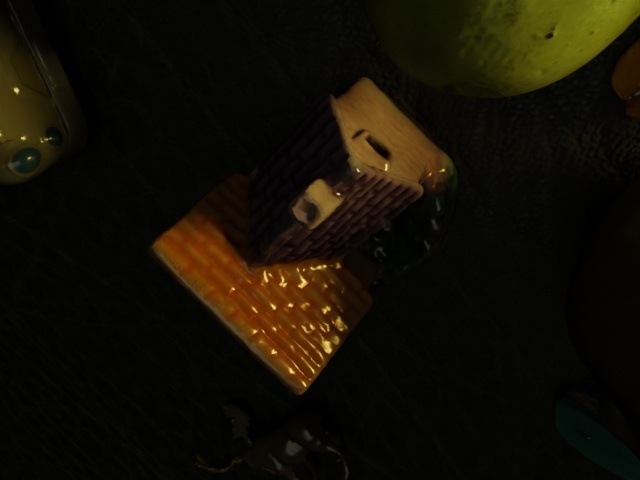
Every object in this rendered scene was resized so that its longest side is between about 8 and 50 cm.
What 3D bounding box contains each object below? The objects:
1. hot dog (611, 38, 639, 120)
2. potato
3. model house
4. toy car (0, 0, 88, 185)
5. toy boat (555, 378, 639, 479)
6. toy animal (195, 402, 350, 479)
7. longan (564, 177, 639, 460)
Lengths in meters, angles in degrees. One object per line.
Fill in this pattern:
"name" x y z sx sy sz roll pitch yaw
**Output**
"hot dog" 0.344 -0.171 0.389 0.249 0.076 0.102 -33 98 33
"potato" 0.152 -0.242 0.354 0.216 0.216 0.304 27 113 6
"model house" 0.000 0.000 0.520 0.237 0.237 0.202 -35 98 32
"toy car" -0.482 -0.152 0.637 0.336 0.226 0.242 -8 113 24
"toy boat" 0.357 0.208 0.579 0.175 0.110 0.091 29 136 58
"toy animal" -0.070 0.313 0.811 0.186 0.093 0.214 40 116 -7
"longan" 0.351 0.087 0.403 0.288 0.288 0.350 -14 103 27
